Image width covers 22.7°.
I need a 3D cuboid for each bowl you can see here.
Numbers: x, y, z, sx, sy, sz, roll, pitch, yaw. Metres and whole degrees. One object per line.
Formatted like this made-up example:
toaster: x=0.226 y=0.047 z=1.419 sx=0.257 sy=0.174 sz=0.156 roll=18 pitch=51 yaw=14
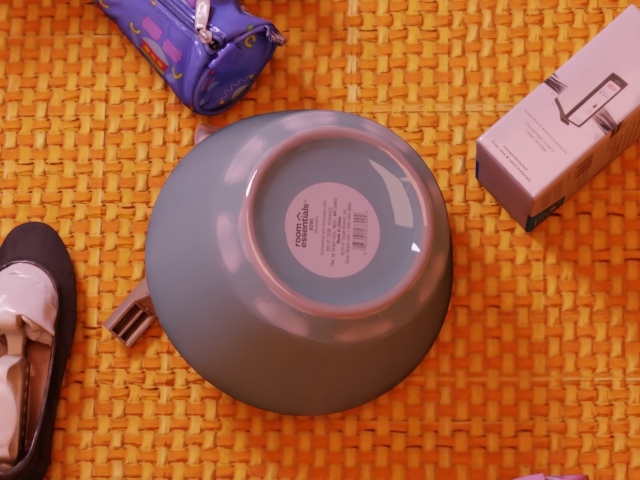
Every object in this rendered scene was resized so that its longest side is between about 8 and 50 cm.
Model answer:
bowl: x=0.000 y=0.000 z=1.502 sx=0.311 sy=0.163 sz=0.312 roll=4 pitch=74 yaw=-13

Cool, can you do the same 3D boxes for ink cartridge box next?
ink cartridge box: x=0.253 y=-0.116 z=1.553 sx=0.203 sy=0.148 sz=0.086 roll=-41 pitch=77 yaw=-5

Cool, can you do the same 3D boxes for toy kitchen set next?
toy kitchen set: x=-0.157 y=0.089 z=1.589 sx=0.075 sy=0.083 sz=0.068 roll=-48 pitch=121 yaw=-5

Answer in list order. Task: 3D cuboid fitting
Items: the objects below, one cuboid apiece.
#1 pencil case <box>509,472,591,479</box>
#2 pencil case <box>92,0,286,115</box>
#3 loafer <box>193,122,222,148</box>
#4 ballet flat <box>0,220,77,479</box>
pencil case: x=0.217 y=0.360 z=1.477 sx=0.124 sy=0.124 sz=0.284 roll=-7 pitch=77 yaw=3
pencil case: x=-0.177 y=-0.263 z=1.625 sx=0.119 sy=0.133 sz=0.306 roll=-44 pitch=78 yaw=-4
loafer: x=-0.069 y=-0.103 z=1.631 sx=0.125 sy=0.045 sz=0.039 roll=0 pitch=72 yaw=7
ballet flat: x=-0.295 y=0.111 z=1.577 sx=0.095 sy=0.096 sz=0.280 roll=0 pitch=78 yaw=5
